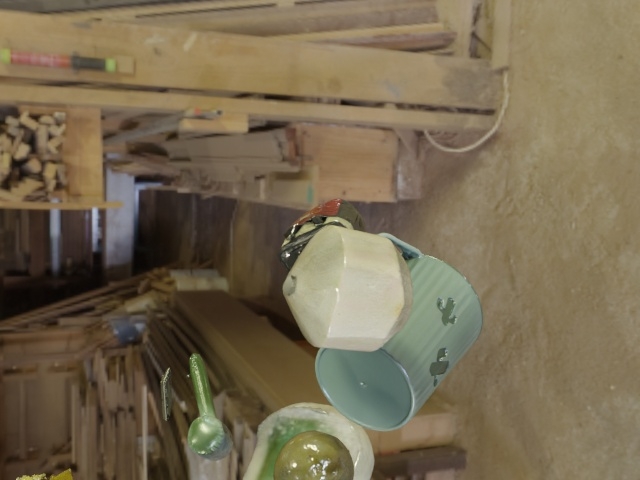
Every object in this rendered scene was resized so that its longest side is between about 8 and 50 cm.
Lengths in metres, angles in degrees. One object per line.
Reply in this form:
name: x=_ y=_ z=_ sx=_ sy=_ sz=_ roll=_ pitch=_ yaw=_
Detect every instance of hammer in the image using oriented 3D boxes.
hammer: x=-0.365 y=0.510 z=2.094 sx=0.206 sy=0.118 sz=0.336 roll=87 pitch=166 yaw=-64

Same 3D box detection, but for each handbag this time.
handbag: x=0.000 y=0.000 z=1.988 sx=0.254 sy=0.181 sz=0.181 roll=-28 pitch=21 yaw=26

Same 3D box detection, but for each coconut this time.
coconut: x=0.041 y=0.086 z=1.227 sx=0.241 sy=0.241 sz=0.241 roll=180 pitch=90 yaw=-68

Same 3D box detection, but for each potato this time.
potato: x=-0.017 y=0.531 z=1.525 sx=0.160 sy=0.177 sz=0.235 roll=-55 pitch=-16 yaw=-62

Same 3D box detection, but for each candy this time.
candy: x=-0.029 y=0.685 z=2.065 sx=0.426 sy=0.186 sz=0.386 roll=-11 pitch=49 yaw=32

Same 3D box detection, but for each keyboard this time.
keyboard: x=-0.359 y=0.361 z=1.580 sx=0.049 sy=0.015 sz=0.129 roll=-72 pitch=-10 yaw=-56

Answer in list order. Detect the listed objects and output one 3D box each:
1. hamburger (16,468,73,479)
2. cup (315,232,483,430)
hamburger: x=-0.660 y=0.657 z=1.556 sx=0.138 sy=0.243 sz=0.262 roll=8 pitch=116 yaw=31
cup: x=0.163 y=0.213 z=1.666 sx=0.401 sy=0.392 sz=0.310 roll=44 pitch=131 yaw=6
